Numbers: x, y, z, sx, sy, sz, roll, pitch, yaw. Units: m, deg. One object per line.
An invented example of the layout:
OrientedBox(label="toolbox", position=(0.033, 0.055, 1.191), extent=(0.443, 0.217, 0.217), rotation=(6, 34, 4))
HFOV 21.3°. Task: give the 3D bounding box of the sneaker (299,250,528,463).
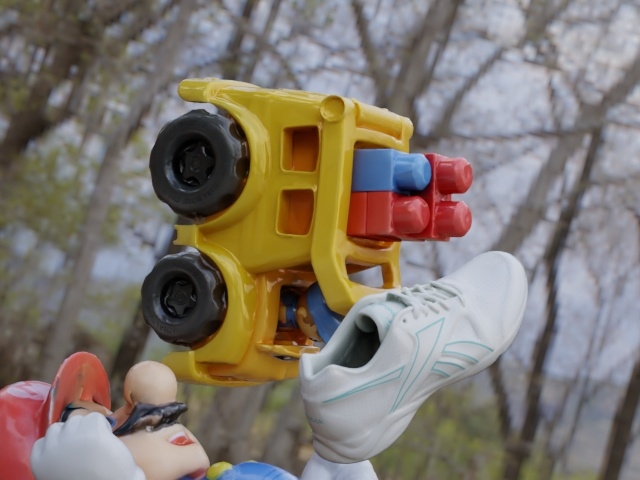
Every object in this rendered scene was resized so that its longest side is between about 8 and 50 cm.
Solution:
OrientedBox(label="sneaker", position=(0.050, 0.048, 0.873), extent=(0.054, 0.152, 0.061), rotation=(22, -38, 45))

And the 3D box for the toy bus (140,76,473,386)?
OrientedBox(label="toy bus", position=(0.000, 0.000, 1.195), extent=(0.211, 0.220, 0.149), rotation=(4, -3, 27))

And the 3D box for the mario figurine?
OrientedBox(label="mario figurine", position=(-0.055, 0.143, 1.020), extent=(0.321, 0.170, 0.198), rotation=(19, -34, 15))
